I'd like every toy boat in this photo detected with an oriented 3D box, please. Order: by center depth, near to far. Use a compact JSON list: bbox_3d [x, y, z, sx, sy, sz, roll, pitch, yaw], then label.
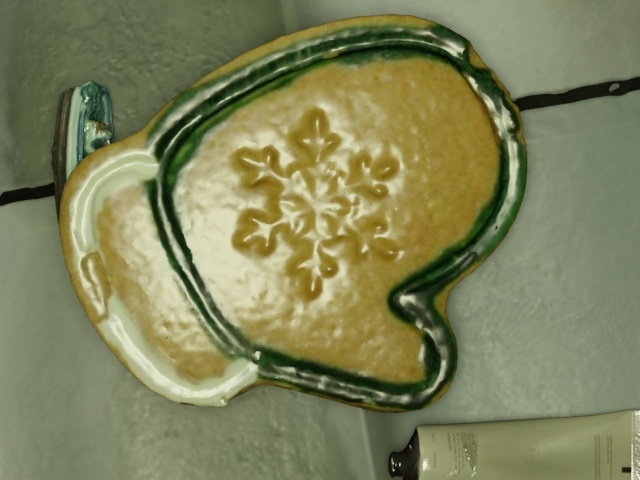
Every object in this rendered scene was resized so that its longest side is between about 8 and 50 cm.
[{"bbox_3d":[-0.160,-0.047,1.189,0.066,0.059,0.140,0,88,20],"label":"toy boat"}]

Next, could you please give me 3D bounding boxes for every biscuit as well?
[{"bbox_3d":[0.000,0.000,1.154,0.344,0.057,0.287,-27,93,-6],"label":"biscuit"}]

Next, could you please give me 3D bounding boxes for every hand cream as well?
[{"bbox_3d":[0.142,0.163,1.163,0.186,0.054,0.087,2,81,-2],"label":"hand cream"}]
